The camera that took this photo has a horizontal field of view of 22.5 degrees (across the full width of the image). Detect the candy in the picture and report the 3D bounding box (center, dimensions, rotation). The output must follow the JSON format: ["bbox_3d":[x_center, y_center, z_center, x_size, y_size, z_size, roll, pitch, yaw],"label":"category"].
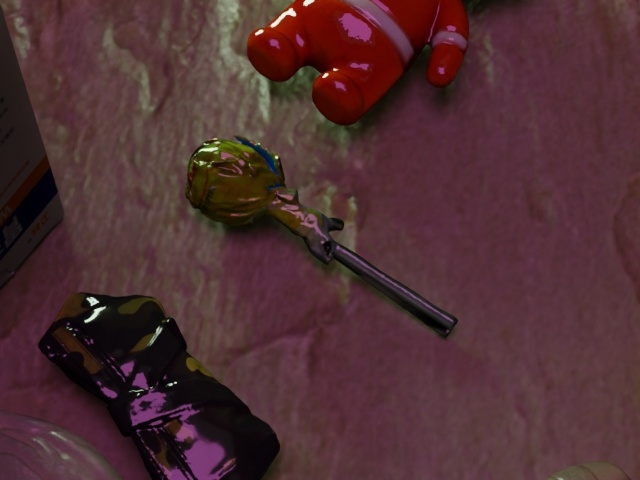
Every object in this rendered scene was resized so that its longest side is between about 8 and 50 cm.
[{"bbox_3d":[0.002,-0.002,1.314,0.262,0.073,0.077,34,38,14],"label":"candy"}]

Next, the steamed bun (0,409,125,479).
[{"bbox_3d":[-0.269,0.226,1.072,0.383,0.247,0.236,-5,47,6],"label":"steamed bun"}]

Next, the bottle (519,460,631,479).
[{"bbox_3d":[0.130,0.224,1.146,0.209,0.097,0.110,-20,16,-12],"label":"bottle"}]

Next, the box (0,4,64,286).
[{"bbox_3d":[-0.313,-0.050,1.209,0.106,0.299,0.200,27,63,19],"label":"box"}]

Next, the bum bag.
[{"bbox_3d":[-0.125,0.120,1.237,0.106,0.060,0.232,-28,63,-25],"label":"bum bag"}]

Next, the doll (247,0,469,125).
[{"bbox_3d":[0.086,-0.244,1.430,0.199,0.105,0.336,35,66,22],"label":"doll"}]
